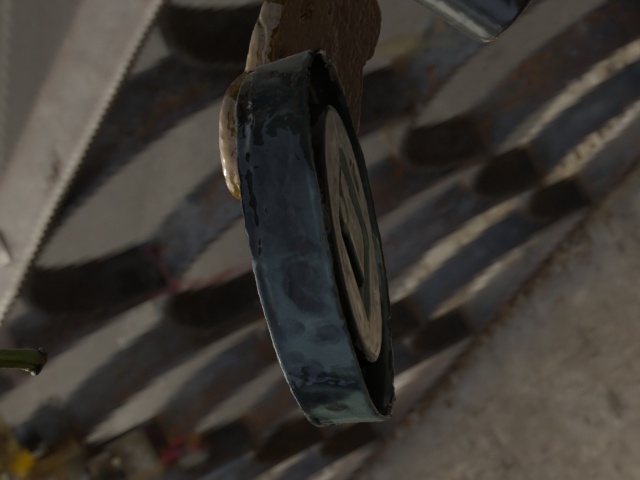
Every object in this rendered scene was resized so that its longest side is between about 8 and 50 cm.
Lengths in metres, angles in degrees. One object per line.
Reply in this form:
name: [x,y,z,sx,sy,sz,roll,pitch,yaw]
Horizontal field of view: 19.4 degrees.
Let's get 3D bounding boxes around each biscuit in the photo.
biscuit: [-0.019,-0.148,1.706,0.041,0.290,0.208,12,127,23]

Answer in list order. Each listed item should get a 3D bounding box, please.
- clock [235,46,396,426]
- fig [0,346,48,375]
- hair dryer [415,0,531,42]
clock: [0.000,0.000,1.114,0.226,0.049,0.226,-12,-90,-82]
fig: [-0.317,0.060,1.332,0.245,0.149,0.149,18,139,-3]
hair dryer: [0.138,-0.312,1.306,0.189,0.107,0.352,30,127,-15]
